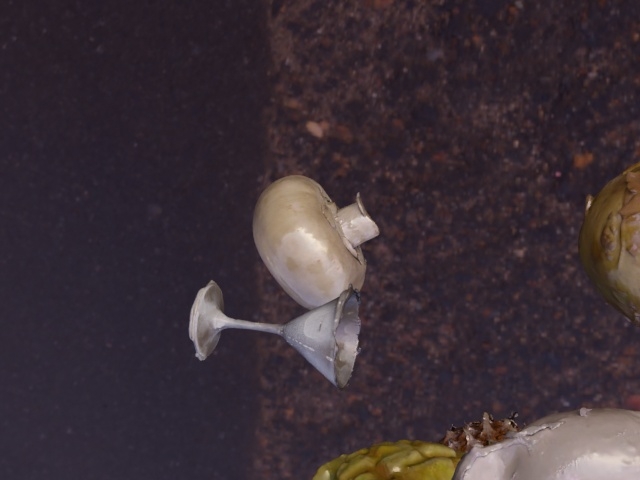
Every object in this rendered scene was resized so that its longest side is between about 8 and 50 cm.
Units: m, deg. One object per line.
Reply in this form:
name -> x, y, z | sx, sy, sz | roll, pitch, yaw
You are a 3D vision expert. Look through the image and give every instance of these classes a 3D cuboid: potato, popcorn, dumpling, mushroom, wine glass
potato -> 0.454, 0.044, 1.240 | 0.196, 0.300, 0.246 | -27, 167, 21
popcorn -> 0.120, 0.423, 1.361 | 0.282, 0.282, 0.247 | -23, 145, 36
dumpling -> 0.224, 0.223, 0.780 | 0.247, 0.172, 0.142 | -5, 168, -5
mushroom -> 0.000, 0.000, 1.629 | 0.202, 0.246, 0.246 | -26, 130, 14
wine glass -> -0.066, 0.131, 1.410 | 0.232, 0.156, 0.156 | 6, 141, 15

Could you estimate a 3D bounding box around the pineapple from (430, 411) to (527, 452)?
pineapple -> 0.380, 0.540, 1.992 | 0.352, 0.352, 0.300 | 20, 180, -9
